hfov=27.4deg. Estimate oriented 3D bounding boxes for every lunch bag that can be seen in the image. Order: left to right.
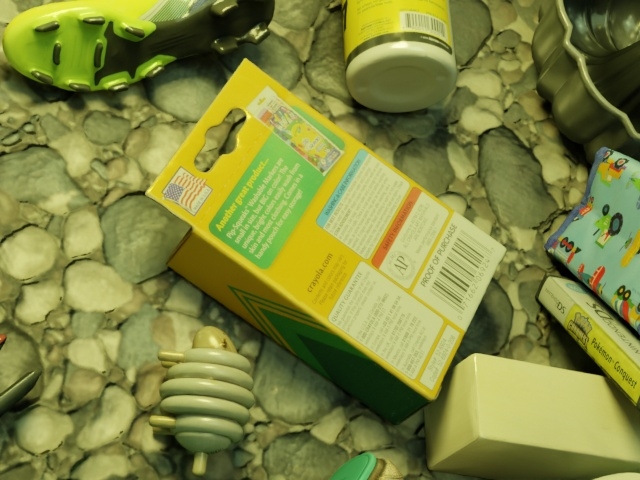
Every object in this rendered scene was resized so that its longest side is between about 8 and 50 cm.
[{"bbox_3d":[0.423,0.043,1.378,0.293,0.138,0.221,22,14,-24],"label":"lunch bag"}]

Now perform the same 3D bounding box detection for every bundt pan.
[{"bbox_3d":[0.383,-0.197,1.539,0.331,0.124,0.331,12,60,-22],"label":"bundt pan"}]

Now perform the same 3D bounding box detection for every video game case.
[{"bbox_3d":[0.384,0.125,1.328,0.275,0.035,0.248,15,18,-20],"label":"video game case"}]

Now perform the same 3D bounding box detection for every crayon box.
[{"bbox_3d":[0.000,0.000,1.261,0.323,0.083,0.203,36,54,-7],"label":"crayon box"}]

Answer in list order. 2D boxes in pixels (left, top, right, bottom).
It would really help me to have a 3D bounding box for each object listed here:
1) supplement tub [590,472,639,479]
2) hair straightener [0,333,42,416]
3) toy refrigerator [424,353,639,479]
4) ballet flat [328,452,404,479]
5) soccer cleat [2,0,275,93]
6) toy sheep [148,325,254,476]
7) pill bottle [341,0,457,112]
[{"bbox_3d":[0.271,0.377,1.034,0.241,0.241,0.331,-39,96,-36],"label":"supplement tub"},{"bbox_3d":[-0.297,0.179,1.033,0.089,0.047,0.230,42,54,-1],"label":"hair straightener"},{"bbox_3d":[0.243,0.182,1.277,0.269,0.102,0.094,11,60,-21],"label":"toy refrigerator"},{"bbox_3d":[-0.007,0.310,1.084,0.106,0.107,0.316,53,53,-10],"label":"ballet flat"},{"bbox_3d":[-0.183,-0.219,1.298,0.289,0.093,0.121,-18,43,-29],"label":"soccer cleat"},{"bbox_3d":[-0.101,0.139,1.137,0.091,0.091,0.132,12,73,-22],"label":"toy sheep"},{"bbox_3d":[0.081,-0.254,1.416,0.119,0.119,0.208,10,60,-22],"label":"pill bottle"}]
